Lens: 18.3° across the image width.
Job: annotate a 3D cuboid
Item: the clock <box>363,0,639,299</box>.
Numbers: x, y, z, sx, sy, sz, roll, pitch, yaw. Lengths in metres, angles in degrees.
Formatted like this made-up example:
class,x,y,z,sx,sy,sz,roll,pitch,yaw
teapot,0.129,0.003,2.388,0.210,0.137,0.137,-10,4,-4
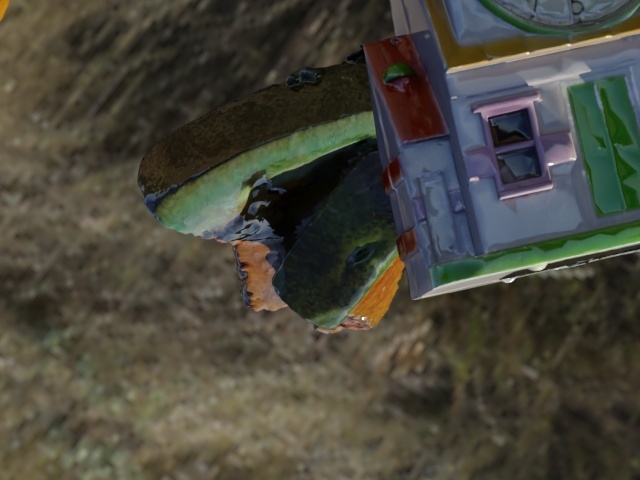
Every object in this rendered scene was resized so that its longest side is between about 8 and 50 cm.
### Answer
class,x,y,z,sx,sy,sz,roll,pitch,yaw
clock,0.134,-0.141,1.111,0.166,0.235,0.310,127,130,-82

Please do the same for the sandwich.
class,x,y,z,sx,sy,sz,roll,pitch,yaw
sandwich,0.000,0.000,1.642,0.250,0.162,0.301,-16,149,3

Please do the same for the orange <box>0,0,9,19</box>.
class,x,y,z,sx,sy,sz,roll,pitch,yaw
orange,-0.293,-0.185,1.328,0.161,0.193,0.193,33,158,-27
